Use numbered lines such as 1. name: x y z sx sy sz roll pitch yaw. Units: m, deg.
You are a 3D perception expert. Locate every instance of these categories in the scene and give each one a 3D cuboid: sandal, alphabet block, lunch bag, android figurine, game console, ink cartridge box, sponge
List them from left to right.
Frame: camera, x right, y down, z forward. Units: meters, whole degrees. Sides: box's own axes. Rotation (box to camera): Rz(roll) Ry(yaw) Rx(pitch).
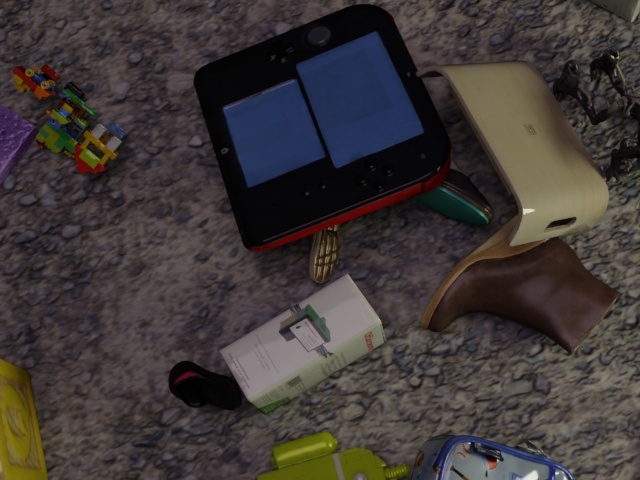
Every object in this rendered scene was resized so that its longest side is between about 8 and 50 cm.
1. alphabet block: -0.537 0.290 1.674 0.197 0.192 0.193 -15 75 3
2. sponge: -0.572 -0.130 1.877 0.117 0.031 0.210 31 78 12
3. sandal: -0.182 0.219 1.677 0.040 0.179 0.067 -24 106 -35
4. ink cartridge box: -0.022 0.156 1.673 0.219 0.160 0.092 -31 74 -4
5. game console: -0.003 -0.188 1.766 0.342 0.060 0.386 -19 55 -1
6. android figurine: 0.008 0.397 1.635 0.273 0.056 0.248 -16 57 4
7. lunch bag: 0.230 0.418 1.563 0.243 0.115 0.303 21 73 -15

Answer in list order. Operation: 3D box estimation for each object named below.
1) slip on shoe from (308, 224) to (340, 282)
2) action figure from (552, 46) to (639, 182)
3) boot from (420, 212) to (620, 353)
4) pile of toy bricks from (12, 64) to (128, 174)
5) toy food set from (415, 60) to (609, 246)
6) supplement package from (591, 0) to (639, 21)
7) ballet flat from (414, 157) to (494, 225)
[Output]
1. slip on shoe: 0.000 0.000 1.779 0.041 0.051 0.135 -1 79 47
2. action figure: 0.485 -0.171 1.728 0.164 0.141 0.275 -31 58 -6
3. boot: 0.296 0.096 1.692 0.248 0.090 0.207 -43 72 -10
4. pile of toy bricks: -0.421 -0.187 1.850 0.212 0.118 0.105 40 102 -2
5. toy food set: 0.288 -0.142 1.723 0.220 0.092 0.306 -10 65 -42
6. supplement package: 0.455 -0.452 1.825 0.179 0.105 0.105 32 80 14
7. ballet flat: 0.144 -0.108 1.767 0.280 0.095 0.096 18 70 10
